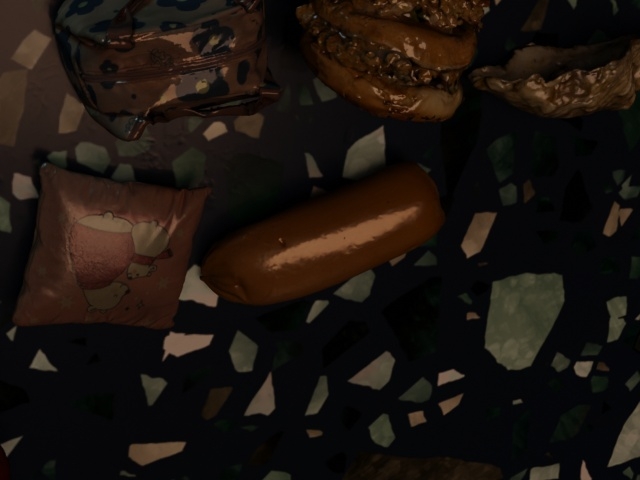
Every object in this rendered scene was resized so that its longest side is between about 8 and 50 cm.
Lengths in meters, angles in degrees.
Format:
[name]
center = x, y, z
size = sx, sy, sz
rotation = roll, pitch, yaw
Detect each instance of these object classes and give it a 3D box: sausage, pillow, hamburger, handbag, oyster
[sausage]
center = 0.001, 0.003, 1.503
size = 0.353, 0.116, 0.134
rotation = -24, 129, -7
[pillow]
center = -0.276, 0.016, 1.407
size = 0.236, 0.084, 0.223
rotation = 5, 108, -26
[hamburger]
center = 0.090, -0.276, 1.339
size = 0.245, 0.260, 0.211
rotation = 12, 112, -6
[handbag]
center = -0.173, -0.225, 1.283
size = 0.251, 0.193, 0.190
rotation = -19, 114, -15
[oyster]
center = 0.386, -0.237, 1.548
size = 0.341, 0.166, 0.110
rotation = -15, 109, -34

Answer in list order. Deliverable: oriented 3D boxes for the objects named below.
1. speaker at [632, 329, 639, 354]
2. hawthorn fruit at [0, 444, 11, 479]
[speaker]
center = 0.597, 0.112, 1.831
size = 0.046, 0.040, 0.191
rotation = 9, 108, -23
[hawthorn fruit]
center = -0.516, 0.351, 1.326
size = 0.265, 0.307, 0.265
rotation = -8, 109, -25
